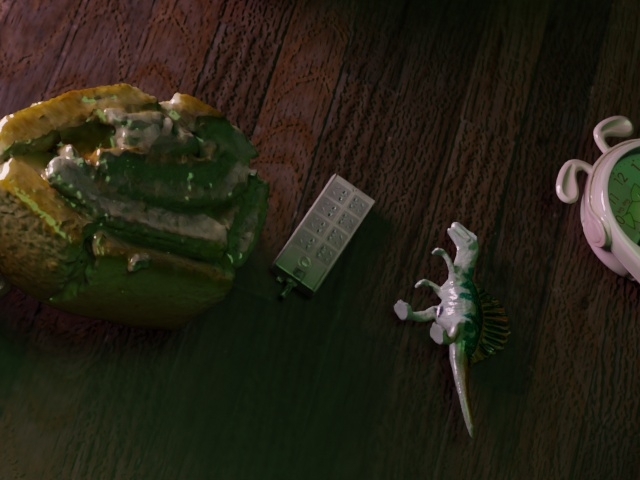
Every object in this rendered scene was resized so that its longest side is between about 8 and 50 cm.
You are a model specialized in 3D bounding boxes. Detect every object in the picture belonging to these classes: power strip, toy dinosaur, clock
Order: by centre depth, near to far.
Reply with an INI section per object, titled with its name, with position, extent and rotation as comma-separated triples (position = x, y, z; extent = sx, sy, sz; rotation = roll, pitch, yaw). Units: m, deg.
[power strip]
position = 0.000, 0.000, 1.565
extent = 0.051, 0.019, 0.136
rotation = 37, 62, -3
[toy dinosaur]
position = 0.135, 0.078, 1.569
extent = 0.106, 0.044, 0.187
rotation = -17, 73, -40
[clock]
position = 0.319, -0.027, 1.659
extent = 0.191, 0.062, 0.151
rotation = 42, 63, 2

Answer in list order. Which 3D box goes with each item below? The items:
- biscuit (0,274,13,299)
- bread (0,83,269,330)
[biscuit]
position = -0.389, -0.044, 1.411
extent = 0.179, 0.084, 0.281
rotation = -27, 84, -32
[bread]
position = -0.169, -0.027, 1.423
extent = 0.257, 0.124, 0.186
rotation = 5, 66, -38
